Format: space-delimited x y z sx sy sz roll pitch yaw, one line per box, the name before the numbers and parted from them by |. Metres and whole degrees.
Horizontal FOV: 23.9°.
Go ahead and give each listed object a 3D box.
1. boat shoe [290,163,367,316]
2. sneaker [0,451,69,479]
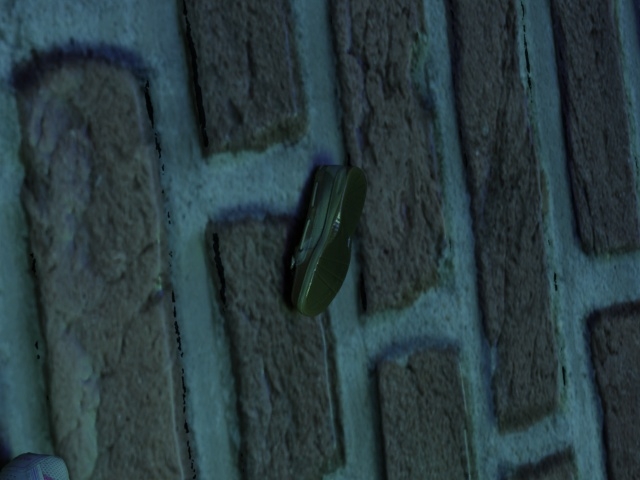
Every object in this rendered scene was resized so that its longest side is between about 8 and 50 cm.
boat shoe | -0.001 -0.001 1.441 0.056 0.048 0.153 33 69 -55
sneaker | -0.172 0.255 1.179 0.252 0.103 0.111 52 50 -35
